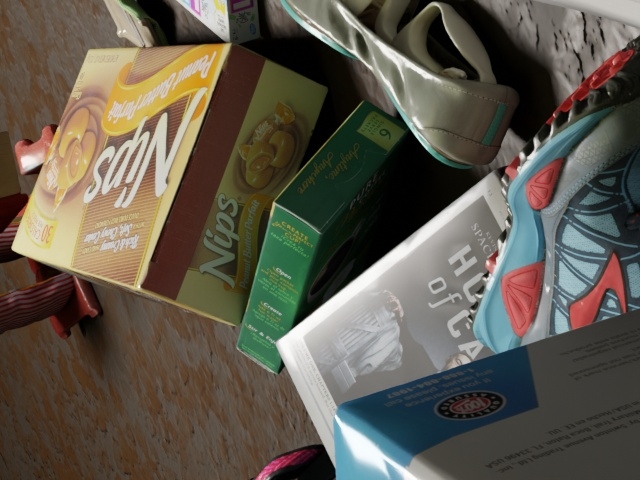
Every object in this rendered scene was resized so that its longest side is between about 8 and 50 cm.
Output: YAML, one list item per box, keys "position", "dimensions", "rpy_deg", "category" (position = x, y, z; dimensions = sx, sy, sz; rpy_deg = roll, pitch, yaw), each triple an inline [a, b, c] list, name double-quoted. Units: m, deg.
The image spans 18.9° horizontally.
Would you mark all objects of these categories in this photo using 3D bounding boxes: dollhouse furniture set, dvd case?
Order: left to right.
- position: [-0.311, 0.012, 1.923]
  dimensions: [0.374, 0.201, 0.152]
  rpy_deg: [-36, 75, 60]
  category: "dollhouse furniture set"
- position: [-0.151, -0.220, 1.575]
  dimensions: [0.076, 0.058, 0.152]
  rpy_deg: [38, 161, 41]
  category: "dollhouse furniture set"
- position: [0.081, 0.088, 1.180]
  dimensions: [0.238, 0.029, 0.179]
  rpy_deg: [-40, 70, 44]
  category: "dvd case"

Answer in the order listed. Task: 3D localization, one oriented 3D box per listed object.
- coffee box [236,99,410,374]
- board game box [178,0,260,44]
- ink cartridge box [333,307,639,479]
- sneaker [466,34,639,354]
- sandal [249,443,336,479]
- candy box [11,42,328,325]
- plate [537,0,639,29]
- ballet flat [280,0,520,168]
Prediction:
- position: [0.000, 0.000, 1.291]
  dimensions: [0.040, 0.113, 0.184]
  rpy_deg: [34, 148, 11]
  category: "coffee box"
- position: [-0.095, -0.223, 1.438]
  dimensions: [0.154, 0.026, 0.103]
  rpy_deg: [43, 145, 48]
  category: "board game box"
- position: [0.161, 0.173, 0.780]
  dimensions: [0.270, 0.198, 0.197]
  rpy_deg: [30, 130, 55]
  category: "ink cartridge box"
- position: [0.162, 0.000, 0.972]
  dimensions: [0.125, 0.104, 0.262]
  rpy_deg: [37, 154, 17]
  category: "sneaker"
- position: [-0.015, 0.166, 1.383]
  dimensions: [0.040, 0.179, 0.067]
  rpy_deg: [48, 174, 8]
  category: "sandal"
- position: [-0.123, -0.049, 1.454]
  dimensions: [0.316, 0.087, 0.183]
  rpy_deg: [11, 80, 64]
  category: "candy box"
- position: [0.123, -0.225, 0.917]
  dimensions: [0.277, 0.045, 0.278]
  rpy_deg: [31, 136, 56]
  category: "plate"
- position: [0.050, -0.124, 1.159]
  dimensions: [0.213, 0.072, 0.068]
  rpy_deg: [49, 122, 40]
  category: "ballet flat"
